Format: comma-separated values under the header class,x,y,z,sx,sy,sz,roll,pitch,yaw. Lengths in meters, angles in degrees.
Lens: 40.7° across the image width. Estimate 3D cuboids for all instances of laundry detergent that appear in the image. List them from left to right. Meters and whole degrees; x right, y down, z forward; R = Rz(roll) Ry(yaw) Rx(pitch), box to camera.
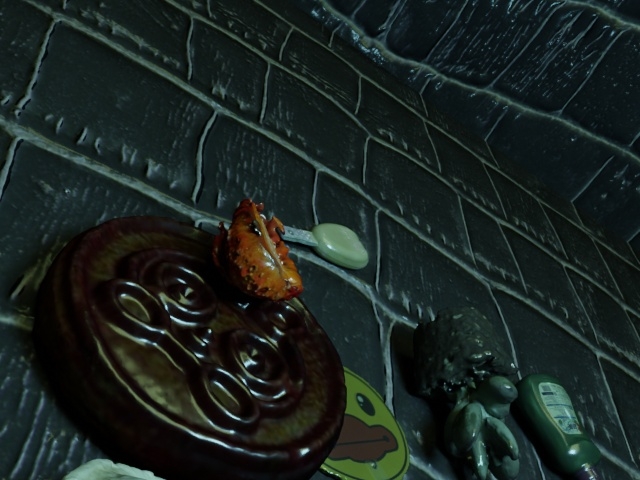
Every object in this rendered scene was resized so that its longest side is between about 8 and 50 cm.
class,x,y,z,sx,sy,sz,roll,pitch,yaw
laundry detergent,0.421,0.335,1.472,0.144,0.078,0.222,19,32,-43

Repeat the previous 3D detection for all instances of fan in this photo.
class,x,y,z,sx,sy,sz,roll,pitch,yaw
fan,0.051,0.274,1.147,0.229,0.011,0.335,8,39,-48

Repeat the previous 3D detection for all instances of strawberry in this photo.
class,x,y,z,sx,sy,sz,roll,pitch,yaw
strawberry,-0.085,0.018,1.112,0.121,0.082,0.188,53,7,-23

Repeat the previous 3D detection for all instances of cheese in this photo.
class,x,y,z,sx,sy,sz,roll,pitch,yaw
cheese,0.000,0.000,1.479,0.192,0.037,0.097,14,35,-44

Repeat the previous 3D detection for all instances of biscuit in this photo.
class,x,y,z,sx,sy,sz,roll,pitch,yaw
biscuit,-0.136,0.120,1.039,0.407,0.091,0.407,30,26,-16

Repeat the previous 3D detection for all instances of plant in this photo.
class,x,y,z,sx,sy,sz,roll,pitch,yaw
plant,0.233,0.232,1.304,0.146,0.149,0.275,26,32,-27

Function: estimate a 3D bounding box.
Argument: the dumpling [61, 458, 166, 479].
class,x,y,z,sx,sy,sz,roll,pitch,yaw
dumpling,-0.147,0.269,0.769,0.215,0.126,0.166,28,12,-18
